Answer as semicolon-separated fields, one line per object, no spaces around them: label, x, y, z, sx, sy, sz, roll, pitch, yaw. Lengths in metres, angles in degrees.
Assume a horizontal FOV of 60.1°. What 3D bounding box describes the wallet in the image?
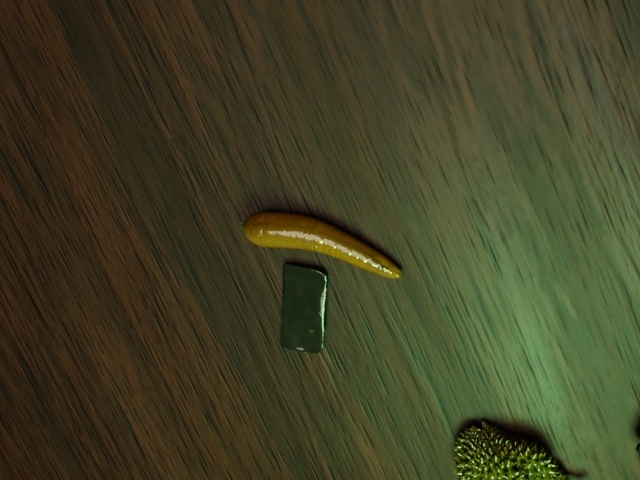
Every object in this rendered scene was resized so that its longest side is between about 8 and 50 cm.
wallet;-0.028;0.115;0.925;0.082;0.018;0.157;7;107;17

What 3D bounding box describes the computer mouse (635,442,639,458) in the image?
computer mouse;0.536;0.326;0.764;0.229;0.068;0.113;44;142;-3

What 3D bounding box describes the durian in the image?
durian;0.306;0.377;0.848;0.208;0.102;0.147;10;102;11

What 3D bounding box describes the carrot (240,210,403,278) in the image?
carrot;0.000;0.000;0.865;0.270;0.062;0.066;12;76;11
